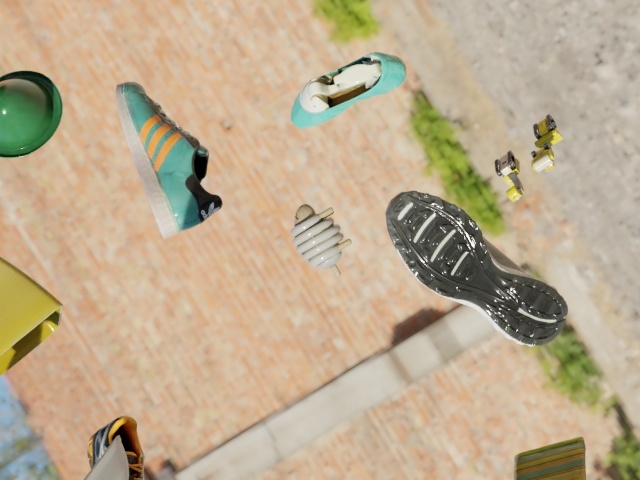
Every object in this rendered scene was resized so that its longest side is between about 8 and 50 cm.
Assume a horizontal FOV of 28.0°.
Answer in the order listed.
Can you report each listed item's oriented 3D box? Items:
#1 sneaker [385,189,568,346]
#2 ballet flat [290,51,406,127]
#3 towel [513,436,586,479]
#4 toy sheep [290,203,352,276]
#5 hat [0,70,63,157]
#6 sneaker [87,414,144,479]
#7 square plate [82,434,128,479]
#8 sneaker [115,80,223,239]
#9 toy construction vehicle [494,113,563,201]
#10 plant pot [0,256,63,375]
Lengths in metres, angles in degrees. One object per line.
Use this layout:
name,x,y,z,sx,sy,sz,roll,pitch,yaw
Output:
sneaker,0.181,0.035,1.598,0.271,0.100,0.108,38,180,-19
ballet flat,0.031,-0.271,2.254,0.087,0.247,0.083,18,-123,-55
towel,0.296,0.343,1.653,0.021,0.102,0.237,61,-159,-23
toy sheep,0.000,0.000,2.102,0.132,0.091,0.091,60,-178,4
hat,-0.559,-0.252,2.233,0.183,0.173,0.208,66,-178,-64
sneaker,-0.294,0.353,1.895,0.084,0.083,0.215,13,-138,-37
square plate,-0.308,0.456,1.489,0.049,0.347,0.344,19,-148,9
sneaker,-0.248,-0.145,2.106,0.108,0.121,0.302,82,166,-63
toy construction vehicle,0.250,-0.094,1.514,0.035,0.086,0.098,45,-156,-22
plant pot,-0.591,0.129,2.227,0.187,0.212,0.212,49,160,3
